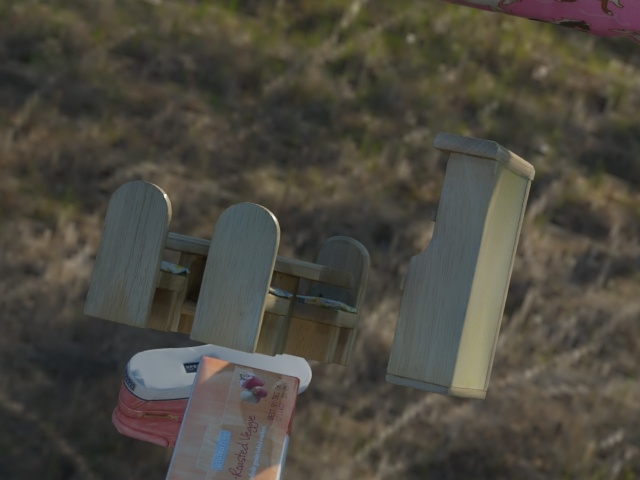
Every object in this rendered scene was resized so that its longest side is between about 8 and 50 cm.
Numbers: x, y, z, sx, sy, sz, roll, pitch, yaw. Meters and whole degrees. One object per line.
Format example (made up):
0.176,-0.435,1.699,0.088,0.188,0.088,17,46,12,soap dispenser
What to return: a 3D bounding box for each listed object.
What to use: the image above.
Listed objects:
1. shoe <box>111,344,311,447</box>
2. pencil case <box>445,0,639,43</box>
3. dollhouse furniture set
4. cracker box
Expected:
-0.101,0.139,1.768,0.178,0.081,0.063,-1,49,-25,shoe
0.124,-0.269,1.558,0.386,0.160,0.167,13,-4,-7,pencil case
0.000,0.000,1.290,0.242,0.161,0.212,12,-2,19,dollhouse furniture set
-0.071,0.207,1.169,0.067,0.232,0.155,13,39,0,cracker box
